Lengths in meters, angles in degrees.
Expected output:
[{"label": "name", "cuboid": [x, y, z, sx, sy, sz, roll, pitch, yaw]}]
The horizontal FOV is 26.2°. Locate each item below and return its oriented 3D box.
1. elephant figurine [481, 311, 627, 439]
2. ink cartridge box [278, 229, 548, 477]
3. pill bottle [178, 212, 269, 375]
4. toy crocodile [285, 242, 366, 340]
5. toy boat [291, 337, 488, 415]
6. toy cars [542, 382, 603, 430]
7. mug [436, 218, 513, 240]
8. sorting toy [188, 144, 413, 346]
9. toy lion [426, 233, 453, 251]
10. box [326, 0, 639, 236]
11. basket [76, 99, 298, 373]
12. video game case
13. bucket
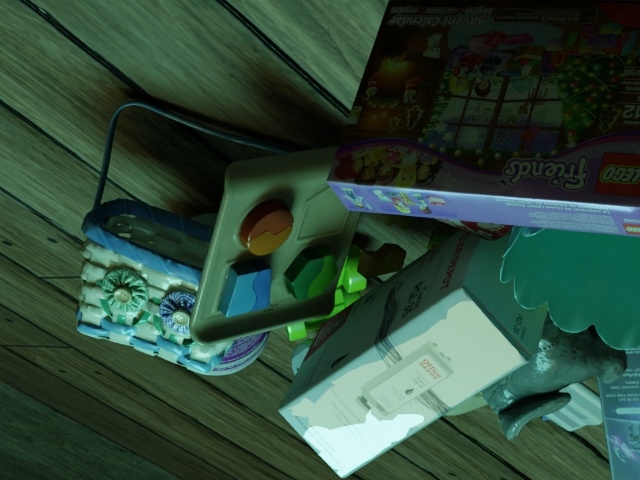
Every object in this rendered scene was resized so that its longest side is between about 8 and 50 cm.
[{"label": "elephant figurine", "cuboid": [0.258, 0.170, 1.728, 0.186, 0.169, 0.239, 28, 124, -24]}, {"label": "ink cartridge box", "cuboid": [0.111, 0.113, 1.561, 0.283, 0.207, 0.117, -37, 101, 29]}, {"label": "pill bottle", "cuboid": [-0.147, 0.072, 1.920, 0.169, 0.169, 0.301, 18, 160, 3]}, {"label": "toy crocodile", "cuboid": [-0.006, 0.052, 1.866, 0.115, 0.105, 0.340, -15, 158, -6]}, {"label": "toy boat", "cuboid": [0.121, 0.160, 1.890, 0.318, 0.148, 0.267, -20, 151, 3]}, {"label": "toy cars", "cuboid": [0.398, 0.269, 1.866, 0.393, 0.087, 0.176, 32, 176, 39]}, {"label": "mug", "cuboid": [0.138, -0.075, 1.436, 0.169, 0.113, 0.150, 25, 159, -24]}, {"label": "sorting toy", "cuboid": [0.000, 0.000, 1.577, 0.307, 0.229, 0.041, -12, -141, -38]}, {"label": "toy lion", "cuboid": [0.186, 0.026, 1.739, 0.100, 0.034, 0.096, 8, 148, 24]}, {"label": "box", "cuboid": [0.170, -0.113, 1.195, 0.293, 0.201, 0.057, 6, 155, 29]}, {"label": "basket", "cuboid": [-0.158, -0.001, 1.658, 0.254, 0.289, 0.201, 18, -171, 4]}, {"label": "video game case", "cuboid": [0.429, 0.212, 1.697, 0.026, 0.274, 0.196, -9, 179, -40]}, {"label": "bucket", "cuboid": [0.319, -0.023, 1.310, 0.281, 0.183, 0.281, 16, 159, 6]}]
